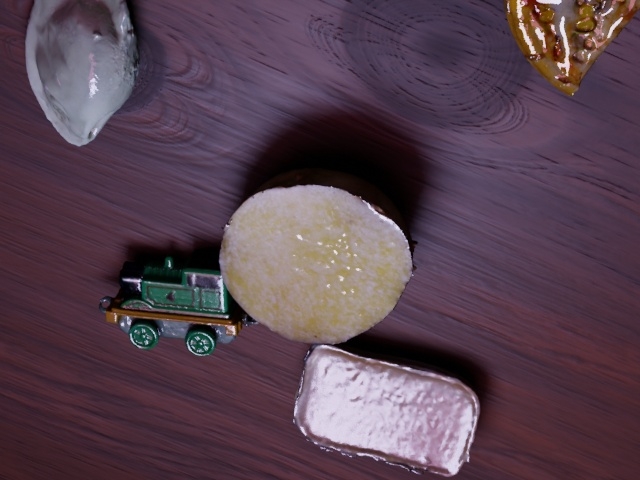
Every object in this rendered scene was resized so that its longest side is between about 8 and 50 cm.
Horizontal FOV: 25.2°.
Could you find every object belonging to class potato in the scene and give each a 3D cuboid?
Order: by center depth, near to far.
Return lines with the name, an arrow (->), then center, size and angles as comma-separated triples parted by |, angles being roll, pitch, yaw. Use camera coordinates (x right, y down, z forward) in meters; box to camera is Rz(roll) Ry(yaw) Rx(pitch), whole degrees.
potato -> 0.000, 0.000, 1.824 | 0.239, 0.116, 0.299 | 30, 135, -9

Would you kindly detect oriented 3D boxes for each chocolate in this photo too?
chocolate -> 0.093, 0.224, 1.985 | 0.261, 0.083, 0.161 | 17, 110, -1

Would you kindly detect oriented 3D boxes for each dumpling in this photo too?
dumpling -> -0.282, -0.224, 1.742 | 0.108, 0.152, 0.219 | 0, 127, -41

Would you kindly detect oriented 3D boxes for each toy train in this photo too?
toy train -> -0.190, 0.077, 1.939 | 0.228, 0.091, 0.136 | 7, 116, 9

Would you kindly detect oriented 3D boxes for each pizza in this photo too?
pizza -> 0.303, -0.249, 1.623 | 0.176, 0.036, 0.184 | -8, 124, 17
